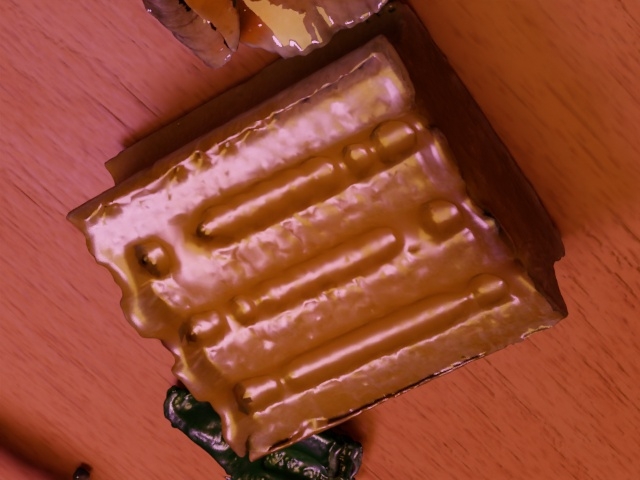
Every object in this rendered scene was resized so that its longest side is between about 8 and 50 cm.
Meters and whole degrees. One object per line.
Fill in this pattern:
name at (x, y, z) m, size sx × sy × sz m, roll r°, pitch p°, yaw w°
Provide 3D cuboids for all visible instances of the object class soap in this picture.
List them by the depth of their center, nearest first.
soap at (0.000, 0.000, 1.121) m, size 0.335 × 0.156 × 0.293 m, roll -28°, pitch 110°, yaw 24°

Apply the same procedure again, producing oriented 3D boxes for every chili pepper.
chili pepper at (-0.055, 0.197, 1.311) m, size 0.216 × 0.062 × 0.108 m, roll 26°, pitch 116°, yaw -6°

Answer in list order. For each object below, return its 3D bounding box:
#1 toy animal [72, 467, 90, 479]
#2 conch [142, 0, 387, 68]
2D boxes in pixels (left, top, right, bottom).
toy animal at (-0.357, 0.261, 1.344) m, size 0.255 × 0.170 × 0.090 m, roll 22°, pitch 131°, yaw -25°
conch at (-0.050, -0.291, 0.929) m, size 0.297 × 0.210 × 0.352 m, roll 4°, pitch 156°, yaw 5°
